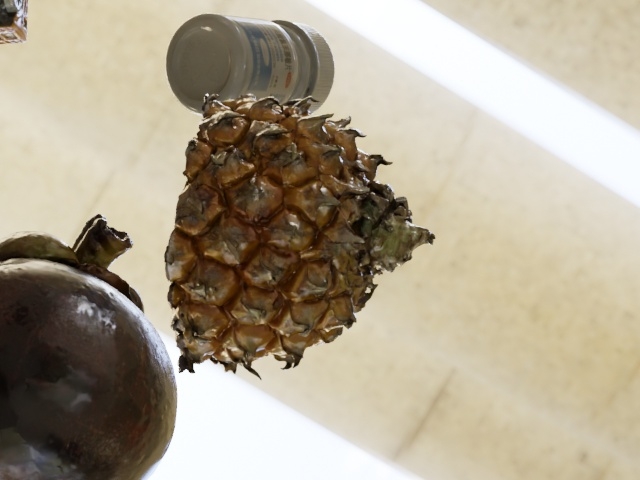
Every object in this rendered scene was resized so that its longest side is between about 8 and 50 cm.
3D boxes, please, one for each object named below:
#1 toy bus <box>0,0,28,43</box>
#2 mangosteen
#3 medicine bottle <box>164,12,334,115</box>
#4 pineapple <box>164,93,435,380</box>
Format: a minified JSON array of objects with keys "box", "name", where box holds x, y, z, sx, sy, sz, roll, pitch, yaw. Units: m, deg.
[{"box":[-0.278,-0.248,1.680,0.074,0.069,0.162,49,39,-75],"name":"toy bus"},{"box":[-0.282,0.138,1.916,0.297,0.293,0.297,-18,164,-5],"name":"mangosteen"},{"box":[-0.070,-0.173,2.008,0.168,0.105,0.105,-3,132,-58],"name":"medicine bottle"},{"box":[-0.001,-0.002,1.157,0.176,0.137,0.161,-57,148,-58],"name":"pineapple"}]
